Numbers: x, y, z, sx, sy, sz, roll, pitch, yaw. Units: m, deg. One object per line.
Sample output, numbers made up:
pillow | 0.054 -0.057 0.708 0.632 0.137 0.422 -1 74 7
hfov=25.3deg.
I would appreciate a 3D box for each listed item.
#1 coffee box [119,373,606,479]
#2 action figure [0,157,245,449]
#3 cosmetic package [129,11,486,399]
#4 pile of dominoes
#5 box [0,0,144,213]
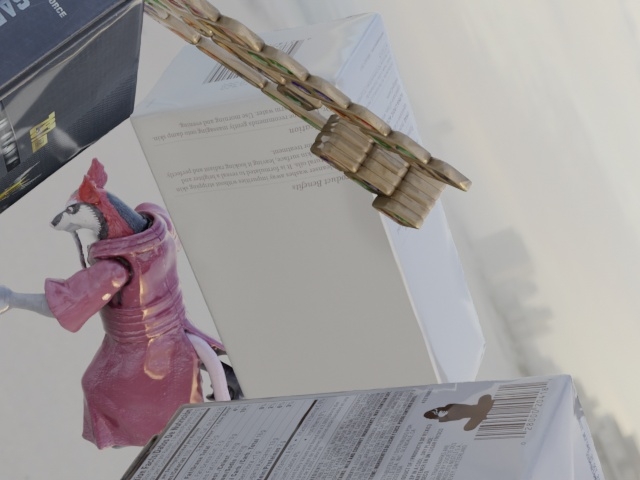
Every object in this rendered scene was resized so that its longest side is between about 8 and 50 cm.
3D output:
coffee box | 0.028 0.162 0.776 0.098 0.246 0.141 -54 128 -52
action figure | -0.200 0.083 1.582 0.248 0.275 0.370 -48 139 -39
cosmetic package | 0.000 0.000 1.356 0.156 0.217 0.385 -62 140 -52
pile of dominoes | -0.027 -0.091 0.966 0.251 0.040 0.196 33 -2 -11
box | -0.170 -0.050 0.652 0.059 0.183 0.232 51 -12 0
